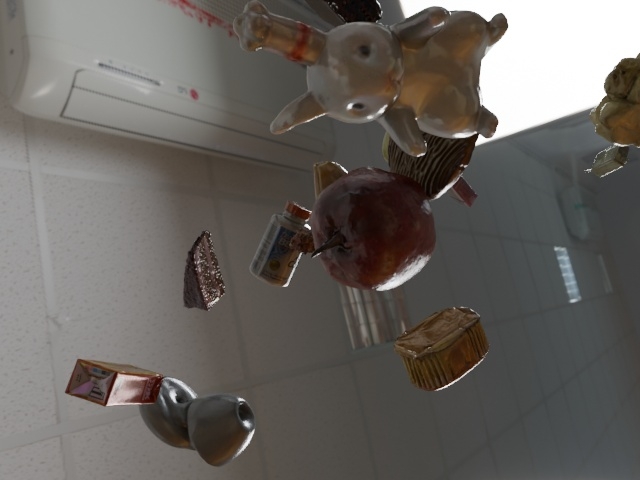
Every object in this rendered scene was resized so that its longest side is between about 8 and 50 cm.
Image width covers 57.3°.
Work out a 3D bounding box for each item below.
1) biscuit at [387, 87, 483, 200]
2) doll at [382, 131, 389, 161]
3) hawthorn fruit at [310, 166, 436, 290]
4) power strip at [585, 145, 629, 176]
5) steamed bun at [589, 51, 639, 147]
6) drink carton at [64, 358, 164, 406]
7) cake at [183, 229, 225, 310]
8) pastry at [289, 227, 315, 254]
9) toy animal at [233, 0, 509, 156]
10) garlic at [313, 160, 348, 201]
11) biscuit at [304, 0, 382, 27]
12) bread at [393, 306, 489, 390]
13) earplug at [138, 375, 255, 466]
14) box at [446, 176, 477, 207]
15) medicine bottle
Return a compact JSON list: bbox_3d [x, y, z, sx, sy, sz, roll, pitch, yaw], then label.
[{"bbox_3d":[0.237,-0.239,1.278,0.040,0.318,0.318,8,-116,-24],"label":"biscuit"},{"bbox_3d":[0.236,-0.314,1.697,0.296,0.141,0.117,68,175,-47],"label":"doll"},{"bbox_3d":[0.077,-0.010,1.145,0.300,0.254,0.254,-24,-85,-41],"label":"hawthorn fruit"},{"bbox_3d":[0.900,-0.247,1.853,0.042,0.175,0.075,29,-109,-5],"label":"power strip"},{"bbox_3d":[0.600,-0.273,1.125,0.106,0.192,0.177,-126,23,-49],"label":"steamed bun"},{"bbox_3d":[-0.421,0.298,1.224,0.223,0.096,0.071,60,-135,-73],"label":"drink carton"},{"bbox_3d":[-0.354,0.100,1.775,0.295,0.112,0.116,99,-168,-45],"label":"cake"},{"bbox_3d":[-0.001,-0.001,1.601,0.169,0.063,0.087,4,-151,-28],"label":"pastry"},{"bbox_3d":[0.061,-0.162,0.584,0.282,0.138,0.140,-11,-65,-36],"label":"toy animal"},{"bbox_3d":[0.033,-0.142,1.893,0.164,0.145,0.245,48,154,32],"label":"garlic"},{"bbox_3d":[-0.025,-0.429,0.893,0.107,0.073,0.388,39,-169,26],"label":"biscuit"},{"bbox_3d":[0.376,0.339,1.799,0.288,0.204,0.156,-31,-71,-27],"label":"bread"},{"bbox_3d":[-0.322,0.453,1.520,0.214,0.325,0.175,9,-82,-69],"label":"earplug"},{"bbox_3d":[0.306,-0.121,1.320,0.117,0.050,0.036,37,-95,-44],"label":"box"},{"bbox_3d":[-0.129,0.008,2.076,0.157,0.157,0.289,11,-74,-55],"label":"medicine bottle"}]
